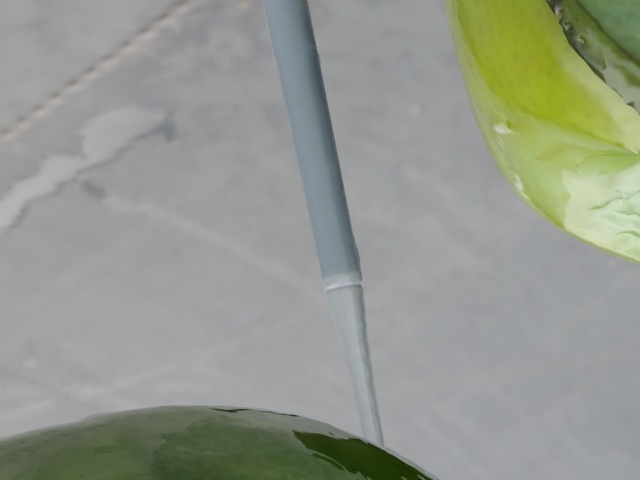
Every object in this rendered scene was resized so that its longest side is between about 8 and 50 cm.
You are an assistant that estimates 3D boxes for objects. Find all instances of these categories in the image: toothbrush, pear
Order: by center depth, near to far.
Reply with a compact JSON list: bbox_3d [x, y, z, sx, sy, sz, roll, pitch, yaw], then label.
[{"bbox_3d":[0.168,-0.073,0.932,0.292,0.159,0.292,10,161,3],"label":"pear"},{"bbox_3d":[0.002,-0.001,0.951,0.030,0.342,0.025,-8,166,-1],"label":"toothbrush"}]

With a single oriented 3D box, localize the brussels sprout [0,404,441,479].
[{"bbox_3d":[-0.040,0.158,0.463,0.244,0.244,0.244,-18,155,-9],"label":"brussels sprout"}]
